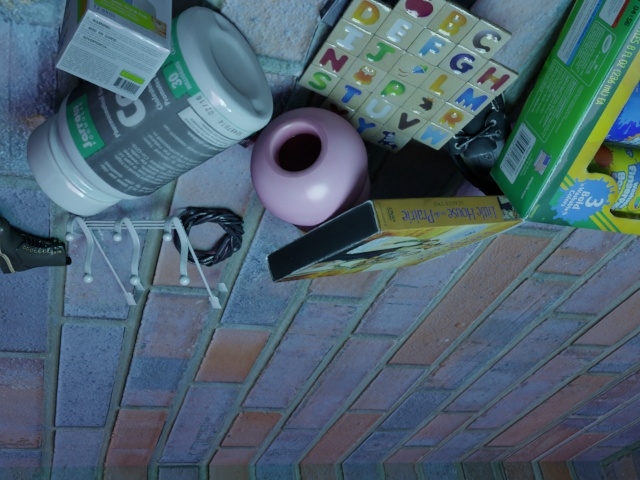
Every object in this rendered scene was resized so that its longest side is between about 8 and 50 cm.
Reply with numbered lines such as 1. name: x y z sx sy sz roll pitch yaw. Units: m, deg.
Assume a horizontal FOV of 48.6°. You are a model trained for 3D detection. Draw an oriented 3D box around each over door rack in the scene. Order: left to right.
1. over door rack: -0.361 0.068 1.498 0.240 0.108 0.324 1 147 15

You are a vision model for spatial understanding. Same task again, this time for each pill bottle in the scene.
1. pill bottle: -0.272 -0.188 1.112 0.361 0.204 0.204 -27 141 24

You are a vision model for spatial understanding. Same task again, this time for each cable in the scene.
1. cable: -0.240 -0.007 1.524 0.151 0.047 0.184 -5 143 -13

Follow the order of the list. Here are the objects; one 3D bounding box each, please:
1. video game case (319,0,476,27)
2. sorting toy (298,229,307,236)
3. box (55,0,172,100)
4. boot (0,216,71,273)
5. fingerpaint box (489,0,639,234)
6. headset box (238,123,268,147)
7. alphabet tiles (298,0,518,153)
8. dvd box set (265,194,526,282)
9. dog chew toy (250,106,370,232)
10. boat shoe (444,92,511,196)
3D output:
1. video game case: 0.154 -0.395 1.060 0.196 0.026 0.274 16 139 -30
2. sorting toy: 0.000 0.000 1.547 0.083 0.075 0.045 11 141 -26
3. box: -0.270 -0.307 0.943 0.114 0.203 0.103 21 135 -32
4. boot: -0.589 0.002 1.446 0.137 0.076 0.198 -3 158 -15
5. fingerpaint box: 0.555 -0.226 1.170 0.371 0.163 0.444 6 127 -20
6. headset box: -0.136 -0.205 1.265 0.062 0.032 0.083 -30 141 29
7. alphabet tiles: 0.135 -0.264 1.157 0.285 0.011 0.342 23 147 -15
8. dvd box set: 0.150 -0.004 1.344 0.421 0.062 0.308 -4 165 -42
9. dog chew toy: 0.001 -0.103 1.302 0.207 0.206 0.332 -15 159 10
10. boat shoe: 0.290 -0.188 1.303 0.127 0.113 0.340 -15 144 11
